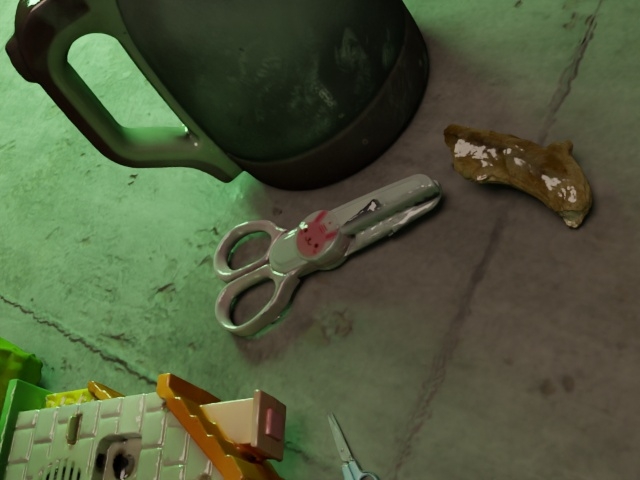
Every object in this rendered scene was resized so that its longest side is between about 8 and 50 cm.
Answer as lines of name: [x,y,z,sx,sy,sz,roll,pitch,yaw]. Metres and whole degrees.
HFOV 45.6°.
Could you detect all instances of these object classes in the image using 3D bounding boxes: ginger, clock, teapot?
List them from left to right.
clock: [-0.146,0.219,0.619,0.256,0.106,0.219,-12,58,23]
teapot: [-0.100,-0.195,0.699,0.315,0.312,0.233,-42,46,6]
ginger: [0.161,-0.060,0.619,0.137,0.044,0.057,28,51,36]

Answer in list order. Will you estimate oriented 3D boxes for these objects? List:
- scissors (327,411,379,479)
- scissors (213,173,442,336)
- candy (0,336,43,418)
scissors: [0.020,0.169,0.595,0.036,0.006,0.083,-36,48,12]
scissors: [0.000,0.000,0.697,0.242,0.030,0.118,-27,51,23]
candy: [-0.364,0.200,0.786,0.097,0.097,0.209,8,73,37]
